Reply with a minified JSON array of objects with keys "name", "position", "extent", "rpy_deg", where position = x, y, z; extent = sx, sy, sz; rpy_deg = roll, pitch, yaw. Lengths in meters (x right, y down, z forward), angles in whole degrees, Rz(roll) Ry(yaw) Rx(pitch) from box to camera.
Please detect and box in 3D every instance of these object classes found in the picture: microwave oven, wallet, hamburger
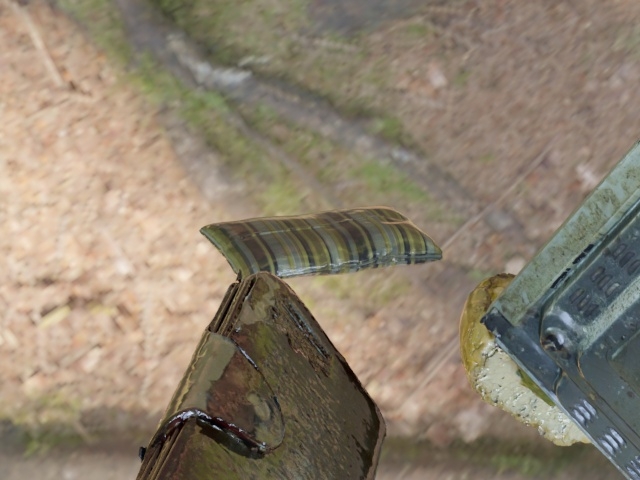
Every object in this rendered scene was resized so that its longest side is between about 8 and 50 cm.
[{"name":"microwave oven","position":[0.187,0.012,0.744],"extent":[0.163,0.129,0.205],"rpy_deg":[48,140,12]},{"name":"wallet","position":[-0.020,0.104,0.775],"extent":[0.031,0.232,0.122],"rpy_deg":[-31,107,24]},{"name":"hamburger","position":[0.207,0.098,1.581],"extent":[0.124,0.262,0.131],"rpy_deg":[-34,57,16]}]

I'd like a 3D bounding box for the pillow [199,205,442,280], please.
[{"name":"pillow","position":[0.000,0.000,1.626],"extent":[0.113,0.203,0.038],"rpy_deg":[-135,45,-54]}]
